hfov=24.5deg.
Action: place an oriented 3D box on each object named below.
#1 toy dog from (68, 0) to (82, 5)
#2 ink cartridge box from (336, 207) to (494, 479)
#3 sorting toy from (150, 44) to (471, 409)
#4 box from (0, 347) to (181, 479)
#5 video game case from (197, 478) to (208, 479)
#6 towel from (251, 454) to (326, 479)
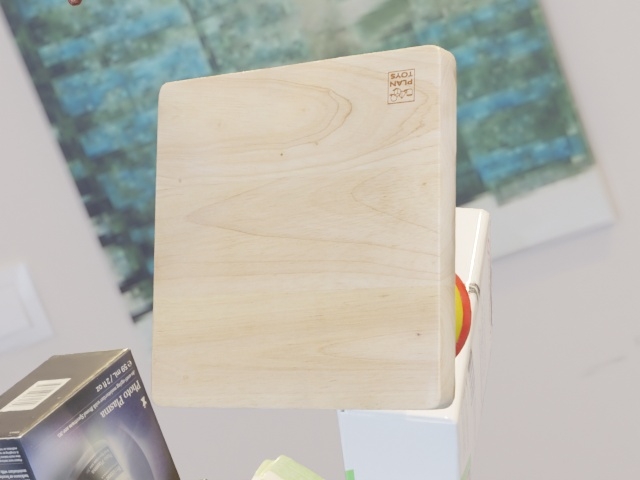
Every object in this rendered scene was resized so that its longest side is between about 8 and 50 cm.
[{"bbox_3d":[-0.333,-0.383,1.641,0.220,0.161,0.334,-32,-36,27],"label":"toy dog"},{"bbox_3d":[0.100,0.126,1.458,0.115,0.198,0.273,4,45,12],"label":"ink cartridge box"},{"bbox_3d":[0.000,0.000,1.121,0.257,0.255,0.089,-3,-8,34],"label":"sorting toy"},{"bbox_3d":[-0.391,0.367,2.324,0.183,0.294,0.296,-7,20,33],"label":"box"},{"bbox_3d":[-0.215,0.458,2.019,0.248,0.275,0.035,-14,28,20],"label":"video game case"},{"bbox_3d":[-0.026,0.426,1.909,0.038,0.248,0.325,-63,-9,32],"label":"towel"}]
